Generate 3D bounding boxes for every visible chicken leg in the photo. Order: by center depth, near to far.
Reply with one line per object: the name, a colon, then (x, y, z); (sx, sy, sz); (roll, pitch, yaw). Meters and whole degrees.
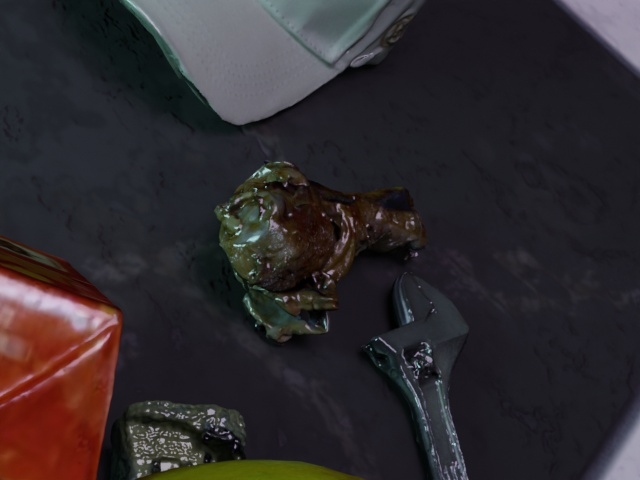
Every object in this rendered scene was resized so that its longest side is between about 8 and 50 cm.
chicken leg: (-0.005, -0.006, 1.163); (0.125, 0.080, 0.196); (54, 36, 0)

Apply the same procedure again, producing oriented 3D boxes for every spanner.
spanner: (0.090, 0.161, 1.121); (0.093, 0.026, 0.326); (9, 53, -31)

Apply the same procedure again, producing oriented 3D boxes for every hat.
hat: (-0.051, -0.240, 1.250); (0.258, 0.168, 0.301); (43, 42, 4)

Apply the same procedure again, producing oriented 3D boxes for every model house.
model house: (-0.085, 0.147, 0.976); (0.078, 0.066, 0.083); (11, 51, -26)

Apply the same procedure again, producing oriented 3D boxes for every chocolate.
chocolate: (-0.228, 0.036, 0.848); (0.234, 0.108, 0.237); (22, 1, -16)

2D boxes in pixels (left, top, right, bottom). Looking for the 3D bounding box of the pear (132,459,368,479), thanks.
pear: (-0.046, 0.237, 0.798); (0.269, 0.269, 0.321); (46, 51, 7)
